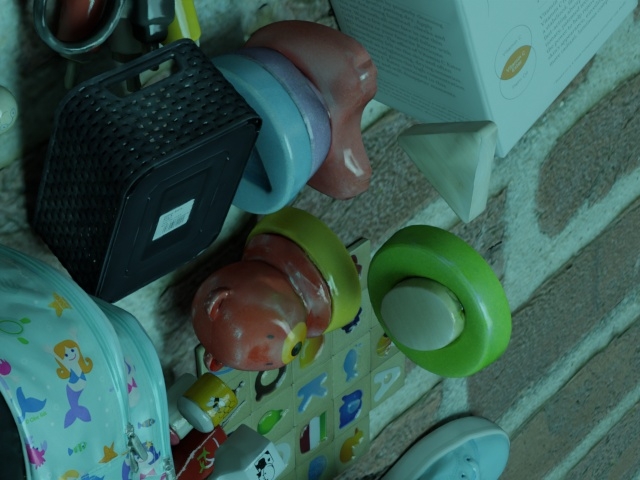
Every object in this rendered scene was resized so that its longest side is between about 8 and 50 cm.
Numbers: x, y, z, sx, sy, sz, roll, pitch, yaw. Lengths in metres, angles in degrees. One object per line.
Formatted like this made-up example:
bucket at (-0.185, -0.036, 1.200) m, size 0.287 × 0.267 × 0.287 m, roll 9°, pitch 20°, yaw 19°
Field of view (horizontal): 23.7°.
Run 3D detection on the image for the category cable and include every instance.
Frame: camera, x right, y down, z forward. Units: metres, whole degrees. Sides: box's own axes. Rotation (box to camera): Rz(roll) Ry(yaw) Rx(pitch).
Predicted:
cable at (-0.144, -0.240, 1.070) m, size 0.139 × 0.072 × 0.287 m, roll -8°, pitch 108°, yaw -30°

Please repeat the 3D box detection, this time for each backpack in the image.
backpack at (-0.220, 0.123, 1.053) m, size 0.191 × 0.225 × 0.253 m, roll -34°, pitch 127°, yaw -39°

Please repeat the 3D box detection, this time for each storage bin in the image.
storage bin at (-0.128, -0.046, 1.108) m, size 0.122 × 0.084 × 0.180 m, roll -30°, pitch 160°, yaw -32°

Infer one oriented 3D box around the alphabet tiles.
alphabet tiles at (-0.029, 0.162, 1.511) m, size 0.342 × 0.011 × 0.285 m, roll -32°, pitch 136°, yaw -35°

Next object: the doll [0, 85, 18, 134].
doll at (-0.261, -0.111, 0.988) m, size 0.189 × 0.046 × 0.129 m, roll 36°, pitch 74°, yaw -62°

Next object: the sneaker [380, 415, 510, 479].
sneaker at (0.119, 0.338, 1.703) m, size 0.366 × 0.150 × 0.135 m, roll -35°, pitch 139°, yaw -33°

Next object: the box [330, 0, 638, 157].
box at (0.120, -0.275, 1.261) m, size 0.215 × 0.168 × 0.345 m, roll -47°, pitch 144°, yaw -20°

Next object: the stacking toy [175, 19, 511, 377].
stacking toy at (0.000, 0.000, 1.206) m, size 0.130 × 0.279 × 0.309 m, roll -35°, pitch 133°, yaw -36°

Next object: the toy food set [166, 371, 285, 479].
toy food set at (-0.101, 0.216, 1.349) m, size 0.104 × 0.111 × 0.232 m, roll -45°, pitch 138°, yaw -20°
